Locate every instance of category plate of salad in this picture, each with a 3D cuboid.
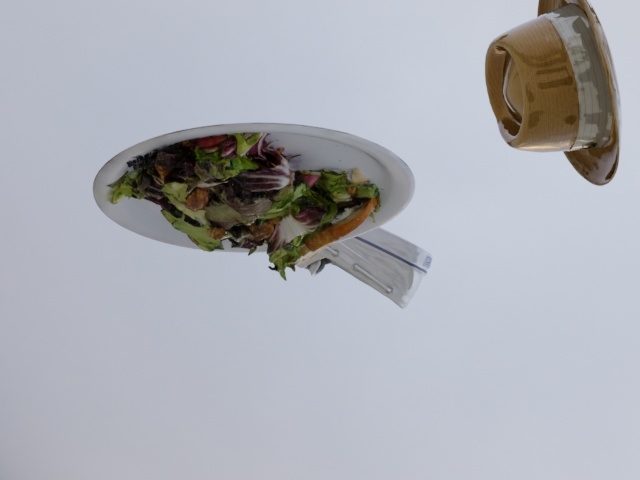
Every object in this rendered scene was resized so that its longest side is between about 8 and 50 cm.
[{"bbox_3d":[-0.040,-0.020,0.904,0.199,0.048,0.200,-1,-21,0],"label":"plate of salad"}]

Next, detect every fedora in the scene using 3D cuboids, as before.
[{"bbox_3d":[0.183,-0.126,1.199,0.194,0.079,0.194,166,-90,-86],"label":"fedora"}]

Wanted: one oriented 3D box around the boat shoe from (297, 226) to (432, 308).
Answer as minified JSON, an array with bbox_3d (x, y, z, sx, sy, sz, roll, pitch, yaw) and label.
[{"bbox_3d":[0.000,0.000,1.712,0.258,0.084,0.095,24,-3,13],"label":"boat shoe"}]
